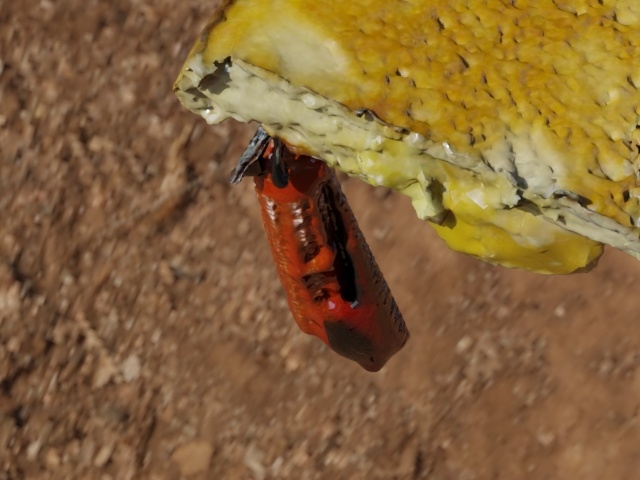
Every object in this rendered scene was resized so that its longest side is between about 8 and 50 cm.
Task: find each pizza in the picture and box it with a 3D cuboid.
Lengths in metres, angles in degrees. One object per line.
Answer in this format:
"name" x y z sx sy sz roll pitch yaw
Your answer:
"pizza" 0.100 -0.080 0.844 0.323 0.089 0.223 -30 65 -33

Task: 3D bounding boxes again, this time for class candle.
"candle" 0.000 0.000 1.228 0.084 0.301 0.059 3 60 13
